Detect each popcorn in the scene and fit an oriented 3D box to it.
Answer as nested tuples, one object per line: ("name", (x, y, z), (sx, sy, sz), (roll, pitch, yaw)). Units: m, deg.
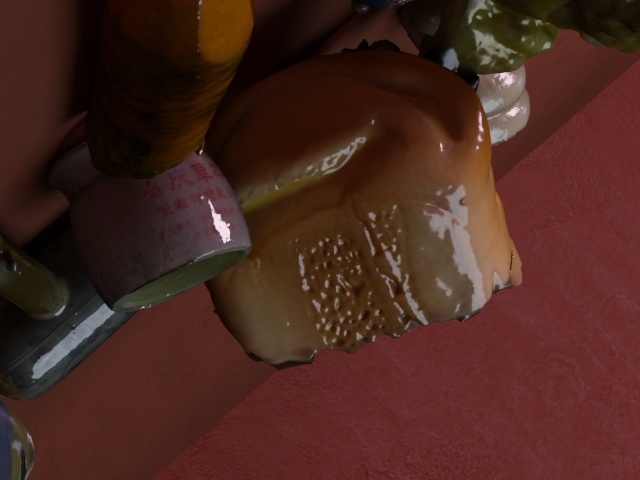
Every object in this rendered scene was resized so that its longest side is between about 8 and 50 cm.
("popcorn", (0.252, -0.284, 1.521), (0.293, 0.293, 0.237), (-56, -170, 56))

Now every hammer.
("hammer", (-0.266, 0.036, 1.496), (0.202, 0.113, 0.305), (-45, 162, -6))

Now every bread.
("bread", (0.017, -0.046, 1.597), (0.316, 0.270, 0.211), (-20, -146, 6))

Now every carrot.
("carrot", (-0.118, -0.137, 1.250), (0.114, 0.114, 0.302), (-38, 170, -23))

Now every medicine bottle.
("medicine bottle", (-0.149, -0.027, 1.447), (0.147, 0.143, 0.147), (-24, 172, -4))

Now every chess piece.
("chess piece", (0.142, -0.226, 1.694), (0.133, 0.133, 0.243), (-36, 134, -33))

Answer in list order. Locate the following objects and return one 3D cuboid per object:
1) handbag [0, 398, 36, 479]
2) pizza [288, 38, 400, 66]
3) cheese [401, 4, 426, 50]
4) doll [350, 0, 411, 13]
("handbag", (-0.388, 0.190, 1.274), (0.263, 0.222, 0.241), (-44, 166, 20))
("pizza", (-0.039, -0.110, 1.749), (0.305, 0.085, 0.161), (-38, 159, 8))
("cheese", (0.234, -0.317, 1.868), (0.326, 0.115, 0.318), (-44, 170, 21))
("doll", (0.064, -0.258, 1.532), (0.114, 0.085, 0.152), (-57, 176, 10))
